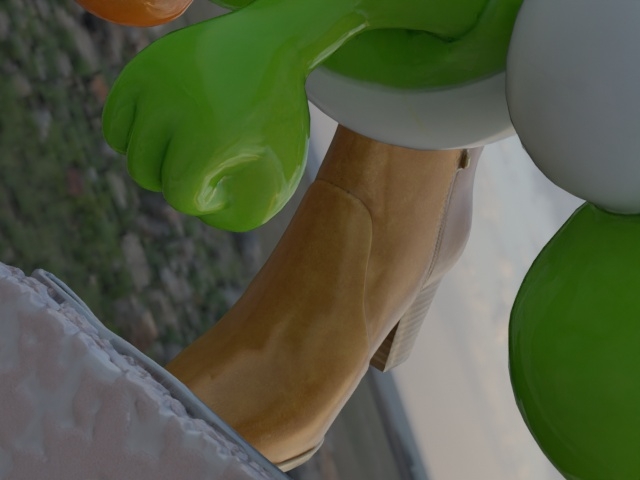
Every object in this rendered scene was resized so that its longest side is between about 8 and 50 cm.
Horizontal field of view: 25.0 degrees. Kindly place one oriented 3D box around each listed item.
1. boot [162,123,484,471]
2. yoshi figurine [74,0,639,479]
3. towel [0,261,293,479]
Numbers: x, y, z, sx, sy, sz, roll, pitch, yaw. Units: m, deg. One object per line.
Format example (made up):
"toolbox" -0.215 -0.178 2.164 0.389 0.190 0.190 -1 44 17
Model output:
"boot" 0.001 0.000 0.822 0.295 0.104 0.211 -25 135 -55
"yoshi figurine" 0.055 -0.032 0.459 0.362 0.203 0.203 35 -21 47
"towel" -0.131 0.210 0.686 0.053 0.317 0.332 20 10 -46
